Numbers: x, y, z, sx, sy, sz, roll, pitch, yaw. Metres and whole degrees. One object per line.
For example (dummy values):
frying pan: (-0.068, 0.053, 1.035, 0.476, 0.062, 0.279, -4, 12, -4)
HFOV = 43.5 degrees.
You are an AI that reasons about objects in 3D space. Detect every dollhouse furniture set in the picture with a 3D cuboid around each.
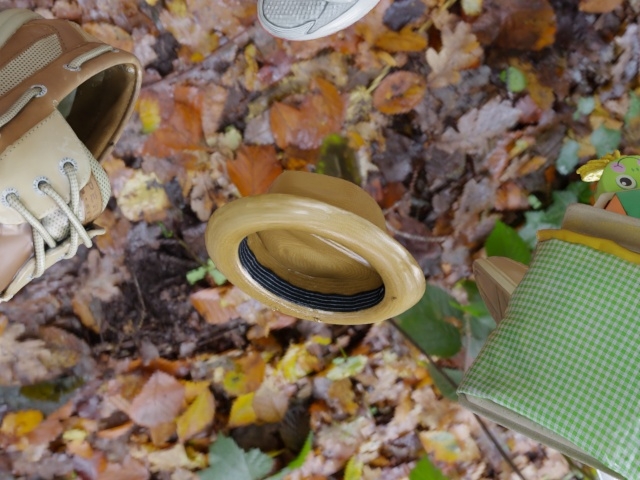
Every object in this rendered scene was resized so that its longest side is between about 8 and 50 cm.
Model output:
dollhouse furniture set: (0.246, 0.057, 0.542, 0.197, 0.302, 0.151, -54, 141, -21)

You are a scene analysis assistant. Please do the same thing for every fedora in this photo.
fedora: (0.000, 0.000, 0.682, 0.195, 0.079, 0.194, 9, 147, 6)

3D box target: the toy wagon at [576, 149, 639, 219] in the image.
toy wagon: (0.329, 0.032, 0.719, 0.267, 0.344, 0.068, -8, 142, -9)

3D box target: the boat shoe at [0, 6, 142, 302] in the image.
boat shoe: (-0.193, -0.039, 0.494, 0.120, 0.323, 0.122, 8, 138, 1)

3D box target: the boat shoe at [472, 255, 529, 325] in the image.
boat shoe: (0.276, 0.093, 0.835, 0.098, 0.302, 0.109, -33, 127, -11)

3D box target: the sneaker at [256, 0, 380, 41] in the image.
sneaker: (0.029, -0.238, 0.601, 0.225, 0.088, 0.093, -38, 173, 28)

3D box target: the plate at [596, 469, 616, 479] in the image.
plate: (0.558, 0.346, 1.267, 0.278, 0.045, 0.277, -27, 110, -8)
